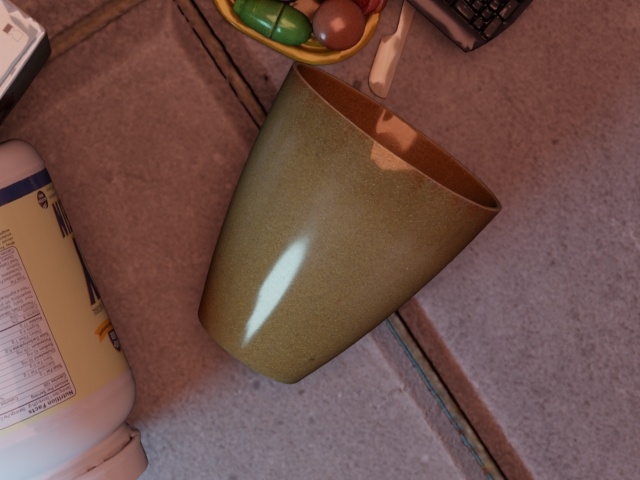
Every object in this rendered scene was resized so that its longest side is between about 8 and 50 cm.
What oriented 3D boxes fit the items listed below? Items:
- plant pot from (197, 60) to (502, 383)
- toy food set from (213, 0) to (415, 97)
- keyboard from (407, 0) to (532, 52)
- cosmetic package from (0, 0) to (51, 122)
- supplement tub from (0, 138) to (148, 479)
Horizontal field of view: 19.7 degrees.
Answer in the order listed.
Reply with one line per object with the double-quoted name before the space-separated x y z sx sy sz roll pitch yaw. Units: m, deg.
"plant pot" 0.000 0.000 1.737 0.237 0.237 0.254 35 101 -8
"toy food set" -0.003 -0.239 1.788 0.218 0.071 0.128 26 88 -8
"keyboard" 0.098 -0.350 1.799 0.317 0.033 0.201 42 71 -7
"cosmetic package" -0.334 -0.170 1.632 0.153 0.296 0.129 36 88 -6
"supplement tub" -0.308 0.094 1.671 0.235 0.235 0.325 -23 98 -7
